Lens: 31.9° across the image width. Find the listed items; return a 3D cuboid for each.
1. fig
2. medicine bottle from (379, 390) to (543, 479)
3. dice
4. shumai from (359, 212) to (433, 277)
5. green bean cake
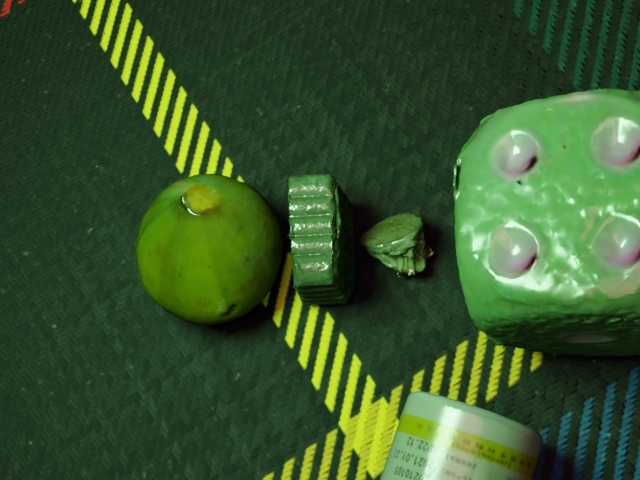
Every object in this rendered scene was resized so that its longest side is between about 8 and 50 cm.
[{"bbox_3d":[-0.181,0.004,1.769,0.239,0.271,0.239,-3,63,6],"label":"fig"},{"bbox_3d":[0.175,0.407,1.609,0.208,0.208,0.340,16,80,17],"label":"medicine bottle"},{"bbox_3d":[0.382,-0.018,1.591,0.322,0.318,0.330,-5,71,24],"label":"dice"},{"bbox_3d":[0.129,0.013,1.798,0.099,0.124,0.087,-35,110,-17],"label":"shumai"},{"bbox_3d":[0.000,0.000,1.770,0.094,0.185,0.183,-3,73,10],"label":"green bean cake"}]
